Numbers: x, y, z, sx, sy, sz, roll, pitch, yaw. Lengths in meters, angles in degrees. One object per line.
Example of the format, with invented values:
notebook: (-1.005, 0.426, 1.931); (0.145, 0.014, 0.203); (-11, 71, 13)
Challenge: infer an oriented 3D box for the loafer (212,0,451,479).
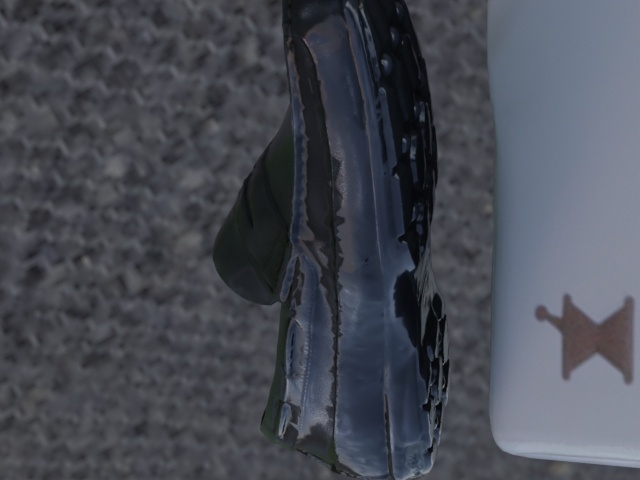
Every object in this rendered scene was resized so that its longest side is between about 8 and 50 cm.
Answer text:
loafer: (0.000, 0.000, 0.674); (0.078, 0.076, 0.223); (4, 134, 11)

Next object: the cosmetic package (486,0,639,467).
cosmetic package: (0.307, -0.076, 0.780); (0.327, 0.329, 0.393); (1, 180, 41)
